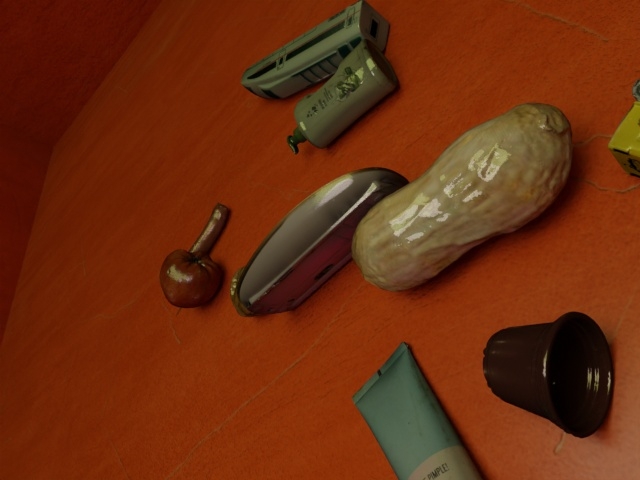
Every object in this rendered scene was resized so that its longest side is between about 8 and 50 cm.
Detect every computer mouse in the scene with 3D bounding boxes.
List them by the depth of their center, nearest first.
[{"bbox_3d":[0.000,0.000,0.752,0.310,0.158,0.072,-44,61,21],"label":"computer mouse"}]

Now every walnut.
[{"bbox_3d":[-0.120,0.088,0.888,0.079,0.082,0.096,128,148,-59],"label":"walnut"}]

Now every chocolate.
[{"bbox_3d":[0.164,-0.041,0.609,0.309,0.134,0.134,-39,44,26],"label":"chocolate"}]

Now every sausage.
[{"bbox_3d":[-0.259,-0.001,1.120,0.177,0.040,0.047,-57,32,5],"label":"sausage"}]

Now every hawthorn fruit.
[{"bbox_3d":[-0.263,0.085,1.021,0.125,0.125,0.140,-3,99,47],"label":"hawthorn fruit"}]

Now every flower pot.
[{"bbox_3d":[0.212,0.125,0.487,0.089,0.111,0.111,-11,60,57],"label":"flower pot"}]

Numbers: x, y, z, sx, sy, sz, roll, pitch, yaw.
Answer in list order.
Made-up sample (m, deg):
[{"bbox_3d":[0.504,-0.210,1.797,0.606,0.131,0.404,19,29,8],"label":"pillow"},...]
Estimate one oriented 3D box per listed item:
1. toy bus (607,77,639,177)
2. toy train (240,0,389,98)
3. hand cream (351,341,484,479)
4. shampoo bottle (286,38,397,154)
[{"bbox_3d":[0.377,-0.168,0.487,0.226,0.081,0.074,-56,38,7],"label":"toy bus"},{"bbox_3d":[-0.041,-0.369,1.067,0.407,0.086,0.088,-9,67,45],"label":"toy train"},{"bbox_3d":[0.124,0.255,0.546,0.111,0.070,0.312,-51,32,16],"label":"hand cream"},{"bbox_3d":[0.024,-0.249,0.918,0.234,0.087,0.118,-36,48,28],"label":"shampoo bottle"}]
